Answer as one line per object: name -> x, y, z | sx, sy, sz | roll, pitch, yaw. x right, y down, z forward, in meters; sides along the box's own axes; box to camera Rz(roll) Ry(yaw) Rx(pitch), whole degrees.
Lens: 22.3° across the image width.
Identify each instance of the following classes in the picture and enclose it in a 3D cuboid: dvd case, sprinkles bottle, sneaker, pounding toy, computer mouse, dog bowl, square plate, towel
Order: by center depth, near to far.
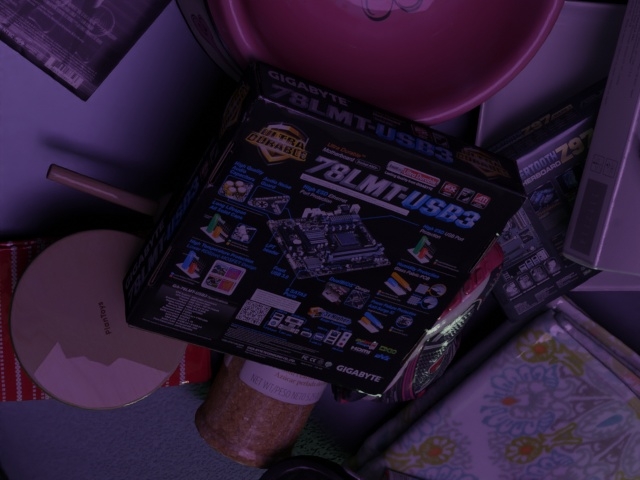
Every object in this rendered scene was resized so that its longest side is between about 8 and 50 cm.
dog bowl -> 0.059, -0.283, 1.540 | 0.408, 0.150, 0.408 | -5, 115, -10
dvd case -> -0.224, -0.265, 1.581 | 0.164, 0.018, 0.221 | 37, 102, -27
pounding toy -> -0.226, 0.054, 1.677 | 0.183, 0.110, 0.237 | 13, 86, -13
towel -> -0.248, 0.079, 1.744 | 0.275, 0.031, 0.199 | -4, 117, -13
sprinkles bottle -> -0.016, 0.074, 1.754 | 0.121, 0.121, 0.355 | 17, 111, -23
sneaker -> 0.115, 0.080, 1.766 | 0.112, 0.121, 0.299 | 8, 146, -25
square plate -> 0.321, -0.104, 1.797 | 0.344, 0.049, 0.347 | 0, 116, -15
computer mouse -> 0.012, 0.335, 1.828 | 0.262, 0.060, 0.184 | 30, 114, -23
towel -> 0.247, 0.257, 1.924 | 0.320, 0.090, 0.374 | 38, 110, -25

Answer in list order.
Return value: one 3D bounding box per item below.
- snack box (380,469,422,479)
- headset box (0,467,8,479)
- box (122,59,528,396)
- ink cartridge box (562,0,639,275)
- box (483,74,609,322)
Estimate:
snack box -> 0.119, 0.330, 1.877 | 0.141, 0.037, 0.100 | 19, 120, -15
headset box -> -0.433, 0.366, 1.706 | 0.246, 0.283, 0.131 | -21, 136, -3
box -> 0.000, 0.000, 1.572 | 0.295, 0.073, 0.293 | 18, 123, -23
ink cartridge box -> 0.404, -0.103, 1.699 | 0.261, 0.066, 0.296 | 8, 101, -31
box -> 0.260, -0.043, 1.748 | 0.232, 0.059, 0.183 | -32, 120, 3
